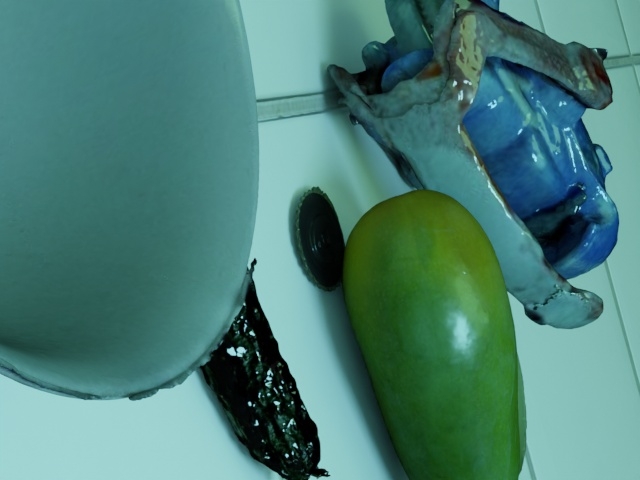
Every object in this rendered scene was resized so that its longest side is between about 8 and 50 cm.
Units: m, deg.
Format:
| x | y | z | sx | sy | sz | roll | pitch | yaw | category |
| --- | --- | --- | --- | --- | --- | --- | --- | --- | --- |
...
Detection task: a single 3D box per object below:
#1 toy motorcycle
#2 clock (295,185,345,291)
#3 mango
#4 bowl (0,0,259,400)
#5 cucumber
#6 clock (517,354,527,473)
| x | y | z | sx | sy | sz | roll | pitch | yaw | category |
| --- | --- | --- | --- | --- | --- | --- | --- | --- | --- |
| 0.135 | -0.062 | 1.295 | 0.319 | 0.182 | 0.241 | 41 | 61 | -34 | toy motorcycle |
| 0.000 | 0.000 | 1.134 | 0.083 | 0.010 | 0.074 | -41 | 117 | -65 | clock |
| 0.090 | 0.086 | 1.144 | 0.156 | 0.114 | 0.251 | -132 | -158 | -72 | mango |
| -0.168 | -0.092 | 0.614 | 0.345 | 0.157 | 0.345 | 44 | 39 | -51 | bowl |
| -0.045 | 0.075 | 0.942 | 0.053 | 0.053 | 0.181 | -65 | 138 | -56 | cucumber |
| 0.125 | 0.094 | 1.343 | 0.235 | 0.029 | 0.235 | 45 | 37 | -50 | clock |
